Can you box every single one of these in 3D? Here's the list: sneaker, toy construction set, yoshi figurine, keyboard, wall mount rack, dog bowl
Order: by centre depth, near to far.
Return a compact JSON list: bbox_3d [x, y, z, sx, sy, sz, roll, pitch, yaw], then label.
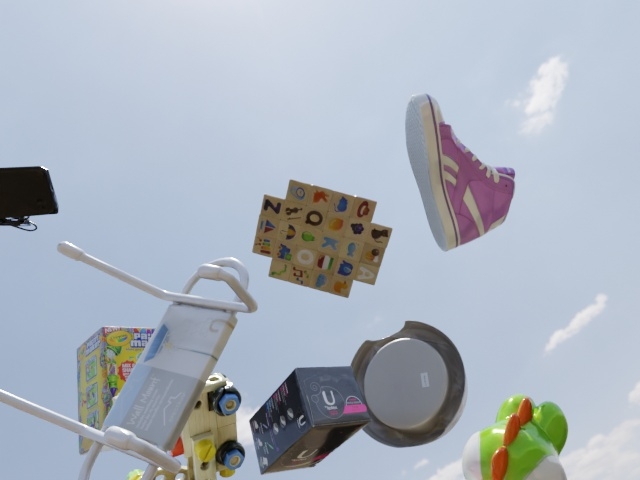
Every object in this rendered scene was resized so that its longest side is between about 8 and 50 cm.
[{"bbox_3d":[0.203,0.352,0.575,0.362,0.203,0.203,-44,-16,-35],"label":"yoshi figurine"},{"bbox_3d":[-0.252,0.131,0.629,0.304,0.350,0.130,3,-36,30],"label":"wall mount rack"},{"bbox_3d":[-0.464,-0.057,0.688,0.192,0.038,0.100,-5,-55,-14],"label":"keyboard"},{"bbox_3d":[-0.229,0.324,0.799,0.215,0.151,0.328,-8,-62,-29],"label":"toy construction set"},{"bbox_3d":[0.245,-0.134,0.871,0.161,0.102,0.282,-22,-64,-2],"label":"sneaker"},{"bbox_3d":[0.249,0.405,1.420,0.349,0.349,0.102,-37,-41,11],"label":"dog bowl"}]

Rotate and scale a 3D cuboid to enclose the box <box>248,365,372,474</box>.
[{"bbox_3d":[-0.033,0.425,1.195,0.165,0.143,0.270,7,-45,-33],"label":"box"}]

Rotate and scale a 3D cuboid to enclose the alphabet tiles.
[{"bbox_3d":[0.000,0.000,1.323,0.342,0.011,0.285,15,-67,2],"label":"alphabet tiles"}]

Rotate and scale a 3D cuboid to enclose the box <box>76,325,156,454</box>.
[{"bbox_3d":[-0.473,0.395,1.360,0.290,0.279,0.177,11,-36,-44],"label":"box"}]
